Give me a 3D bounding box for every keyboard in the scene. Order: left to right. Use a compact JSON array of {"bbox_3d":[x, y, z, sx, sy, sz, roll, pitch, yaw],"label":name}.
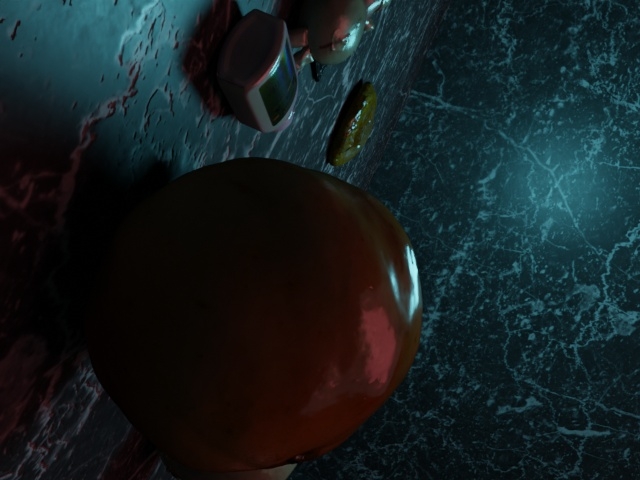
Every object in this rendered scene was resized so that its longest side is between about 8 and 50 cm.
[{"bbox_3d":[-0.002,-0.381,1.077,0.204,0.013,0.061,72,43,-78],"label":"keyboard"}]

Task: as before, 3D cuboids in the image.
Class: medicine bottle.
[{"bbox_3d":[-0.082,-0.224,0.804,0.219,0.078,0.115,68,47,-79],"label":"medicine bottle"}]

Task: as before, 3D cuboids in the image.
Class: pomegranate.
[{"bbox_3d":[-0.084,0.076,0.698,0.412,0.411,0.411,-62,172,-16],"label":"pomegranate"}]

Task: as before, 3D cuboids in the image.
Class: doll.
[{"bbox_3d":[0.041,-0.393,0.937,0.275,0.113,0.155,-59,154,-27],"label":"doll"}]

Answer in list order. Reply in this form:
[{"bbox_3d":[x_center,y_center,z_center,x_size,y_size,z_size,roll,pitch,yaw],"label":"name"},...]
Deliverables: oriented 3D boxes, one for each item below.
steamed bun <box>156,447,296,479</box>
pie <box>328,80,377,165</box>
[{"bbox_3d":[-0.206,0.450,1.243,0.233,0.311,0.334,-47,161,-42],"label":"steamed bun"},{"bbox_3d":[0.102,-0.343,1.677,0.274,0.069,0.273,-60,166,-24],"label":"pie"}]
